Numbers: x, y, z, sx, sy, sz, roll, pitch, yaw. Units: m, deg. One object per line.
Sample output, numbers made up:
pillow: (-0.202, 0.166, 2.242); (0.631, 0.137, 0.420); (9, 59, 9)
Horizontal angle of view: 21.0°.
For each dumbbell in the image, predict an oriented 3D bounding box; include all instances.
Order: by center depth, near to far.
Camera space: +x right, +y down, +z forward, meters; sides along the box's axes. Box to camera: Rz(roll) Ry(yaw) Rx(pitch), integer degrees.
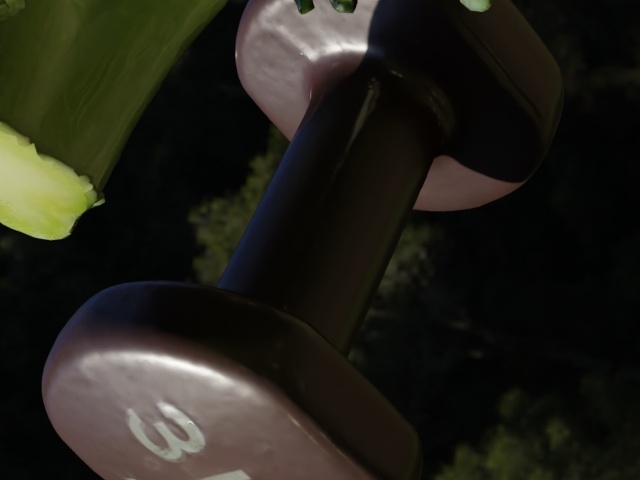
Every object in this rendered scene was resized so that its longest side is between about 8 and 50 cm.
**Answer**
dumbbell: (0.000, 0.000, 0.654); (0.140, 0.124, 0.225); (46, -129, -29)

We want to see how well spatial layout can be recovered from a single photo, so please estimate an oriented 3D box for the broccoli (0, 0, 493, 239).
broccoli: (-0.061, -0.153, 0.544); (0.260, 0.288, 0.235); (-46, -59, -39)
